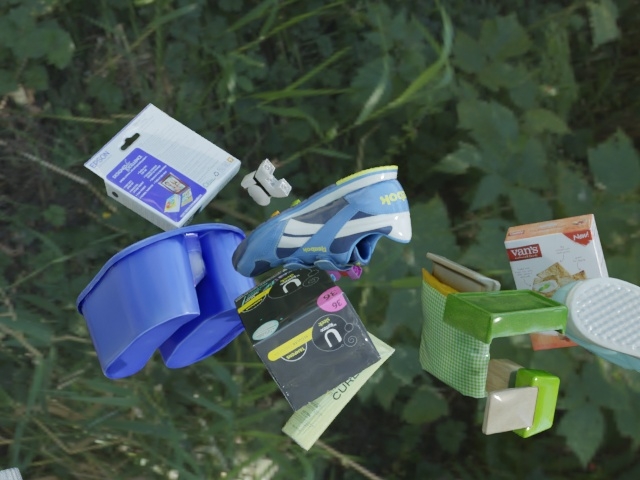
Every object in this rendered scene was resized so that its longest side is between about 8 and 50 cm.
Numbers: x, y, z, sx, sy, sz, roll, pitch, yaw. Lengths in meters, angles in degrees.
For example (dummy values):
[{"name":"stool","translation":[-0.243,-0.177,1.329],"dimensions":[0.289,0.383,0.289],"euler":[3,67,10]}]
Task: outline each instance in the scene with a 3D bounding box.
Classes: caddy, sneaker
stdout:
[{"name":"caddy","translation":[-0.247,0.085,1.725],"dimensions":[0.241,0.341,0.179],"euler":[-7,67,-38]},{"name":"sneaker","translation":[0.000,0.000,0.749],"dimensions":[0.053,0.144,0.059],"euler":[-20,84,-63]},{"name":"sneaker","translation":[0.511,0.146,1.610],"dimensions":[0.366,0.150,0.135],"euler":[28,85,-9]}]

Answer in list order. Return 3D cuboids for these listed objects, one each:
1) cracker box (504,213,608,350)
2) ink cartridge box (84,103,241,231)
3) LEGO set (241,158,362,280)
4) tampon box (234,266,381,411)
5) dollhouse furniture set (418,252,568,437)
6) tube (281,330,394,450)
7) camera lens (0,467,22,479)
[{"name":"cracker box","translation":[0.437,0.078,1.933],"dimensions":[0.067,0.155,0.232],"euler":[-56,131,-59]},{"name":"ink cartridge box","translation":[-0.285,-0.129,1.936],"dimensions":[0.208,0.045,0.206],"euler":[33,52,7]},{"name":"LEGO set","translation":[-0.052,0.006,1.515],"dimensions":[0.227,0.093,0.087],"euler":[50,39,-24]},{"name":"tampon box","translation":[-0.020,0.105,1.278],"dimensions":[0.120,0.161,0.101],"euler":[-31,110,-4]},{"name":"dollhouse furniture set","translation":[0.198,0.149,1.584],"dimensions":[0.151,0.301,0.197],"euler":[-4,107,-32]},{"name":"tube","translation":[0.026,0.266,1.931],"dimensions":[0.070,0.062,0.240],"euler":[42,79,-9]},{"name":"camera lens","translation":[-0.448,0.448,1.350],"dimensions":[0.219,0.219,0.274],"euler":[-7,77,-46]}]
